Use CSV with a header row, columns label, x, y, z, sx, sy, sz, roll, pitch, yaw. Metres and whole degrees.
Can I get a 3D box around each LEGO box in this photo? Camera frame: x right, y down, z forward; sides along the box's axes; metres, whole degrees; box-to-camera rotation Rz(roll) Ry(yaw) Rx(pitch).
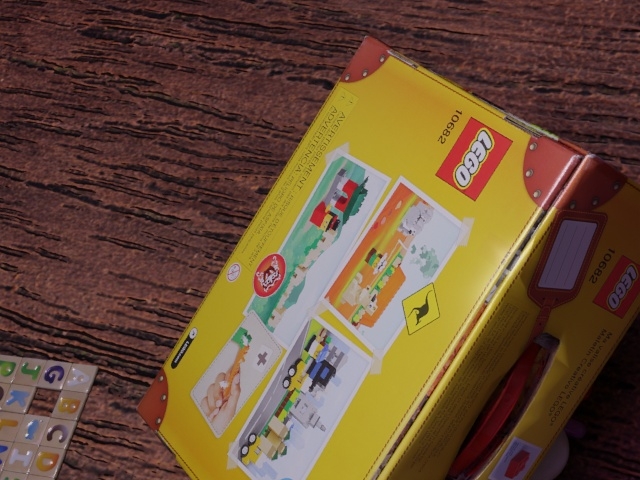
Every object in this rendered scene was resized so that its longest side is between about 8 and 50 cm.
label,x,y,z,sx,sy,sz,roll,pitch,yaw
LEGO box,0.076,0.088,1.416,0.500,0.193,0.372,-58,40,7

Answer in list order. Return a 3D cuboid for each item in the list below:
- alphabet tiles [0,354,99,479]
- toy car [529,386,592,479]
label,x,y,z,sx,sy,sz,roll,pitch,yaw
alphabet tiles,-0.408,0.256,1.762,0.198,0.009,0.237,4,58,24
toy car,0.228,0.179,1.482,0.159,0.136,0.182,7,85,57
